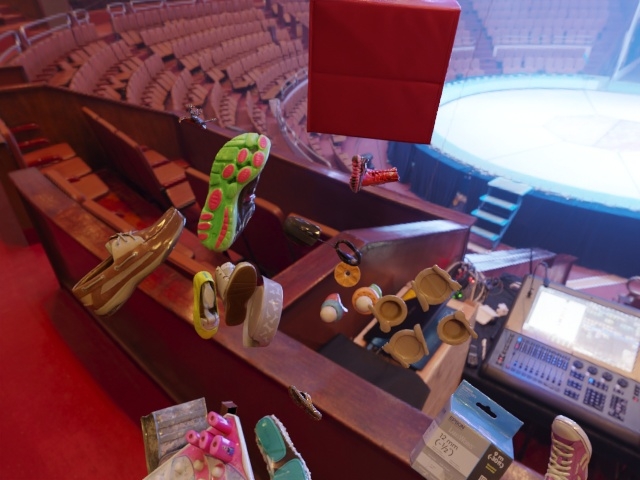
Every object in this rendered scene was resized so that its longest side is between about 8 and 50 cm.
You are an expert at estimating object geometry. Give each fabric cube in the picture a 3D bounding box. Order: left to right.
[{"bbox_3d":[0.120,-0.374,0.848,0.259,0.258,0.254,6,39,5],"label":"fabric cube"}]

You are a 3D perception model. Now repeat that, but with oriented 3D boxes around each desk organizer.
[{"bbox_3d":[-0.364,0.700,1.573,0.047,0.130,0.050,12,-3,-39],"label":"desk organizer"}]

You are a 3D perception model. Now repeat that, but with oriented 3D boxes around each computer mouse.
[{"bbox_3d":[0.000,0.000,1.070,0.242,0.041,0.071,25,82,18],"label":"computer mouse"}]

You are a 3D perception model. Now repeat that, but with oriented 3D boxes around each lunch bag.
[{"bbox_3d":[-0.579,0.827,1.656,0.236,0.169,0.286,2,63,-44],"label":"lunch bag"}]

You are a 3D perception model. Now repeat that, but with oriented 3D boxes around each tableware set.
[{"bbox_3d":[0.169,0.131,0.682,0.169,0.141,0.020,-30,6,11],"label":"tableware set"}]

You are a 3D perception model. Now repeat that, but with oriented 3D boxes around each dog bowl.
[{"bbox_3d":[-0.276,0.346,1.939,0.102,0.348,0.348,15,29,-18],"label":"dog bowl"}]

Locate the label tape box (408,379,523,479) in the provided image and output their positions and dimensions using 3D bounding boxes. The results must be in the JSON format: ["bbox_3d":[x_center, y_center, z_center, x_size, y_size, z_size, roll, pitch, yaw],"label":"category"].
[{"bbox_3d":[0.512,0.710,1.407,0.249,0.347,0.115,36,-1,12],"label":"label tape box"}]

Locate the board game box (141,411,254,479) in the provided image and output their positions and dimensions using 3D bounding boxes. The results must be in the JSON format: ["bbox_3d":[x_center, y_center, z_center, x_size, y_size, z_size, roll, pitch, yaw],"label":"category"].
[{"bbox_3d":[-0.230,0.483,0.506,0.390,0.050,0.390,-39,38,2],"label":"board game box"}]

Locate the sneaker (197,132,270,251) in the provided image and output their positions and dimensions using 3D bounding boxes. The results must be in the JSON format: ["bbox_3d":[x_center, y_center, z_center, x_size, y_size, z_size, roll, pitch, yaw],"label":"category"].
[{"bbox_3d":[-0.333,-0.190,1.561,0.186,0.481,0.202,24,0,2],"label":"sneaker"}]

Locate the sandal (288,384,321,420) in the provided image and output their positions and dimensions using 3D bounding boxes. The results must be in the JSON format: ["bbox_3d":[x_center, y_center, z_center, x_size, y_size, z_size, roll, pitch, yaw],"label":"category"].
[{"bbox_3d":[-0.059,0.636,1.602,0.180,0.072,0.049,45,48,-2],"label":"sandal"}]

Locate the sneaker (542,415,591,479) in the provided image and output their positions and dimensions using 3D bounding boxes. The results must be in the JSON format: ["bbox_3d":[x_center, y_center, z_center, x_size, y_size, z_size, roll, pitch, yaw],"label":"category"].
[{"bbox_3d":[0.731,0.679,1.219,0.161,0.281,0.102,-26,18,-28],"label":"sneaker"}]

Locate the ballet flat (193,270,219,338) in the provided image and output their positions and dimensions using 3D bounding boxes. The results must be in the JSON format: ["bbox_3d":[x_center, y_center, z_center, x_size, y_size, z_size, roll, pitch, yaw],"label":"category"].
[{"bbox_3d":[-0.345,0.207,1.230,0.077,0.230,0.077,-12,20,-36],"label":"ballet flat"}]

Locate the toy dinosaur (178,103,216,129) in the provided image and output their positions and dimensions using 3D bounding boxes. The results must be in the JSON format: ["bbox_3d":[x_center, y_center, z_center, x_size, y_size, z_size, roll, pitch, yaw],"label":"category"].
[{"bbox_3d":[-0.310,-0.298,1.003,0.090,0.082,0.047,-34,71,-18],"label":"toy dinosaur"}]

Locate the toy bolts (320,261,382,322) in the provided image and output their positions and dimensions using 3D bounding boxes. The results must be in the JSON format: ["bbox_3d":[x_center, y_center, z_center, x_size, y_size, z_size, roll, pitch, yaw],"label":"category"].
[{"bbox_3d":[0.084,0.209,1.512,0.229,0.218,0.158,-36,-4,16],"label":"toy bolts"}]

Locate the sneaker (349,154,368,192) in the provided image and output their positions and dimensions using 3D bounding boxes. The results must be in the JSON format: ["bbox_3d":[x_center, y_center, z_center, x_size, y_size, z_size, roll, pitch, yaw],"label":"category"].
[{"bbox_3d":[0.126,-0.209,1.276,0.057,0.119,0.047,-6,21,-34],"label":"sneaker"}]

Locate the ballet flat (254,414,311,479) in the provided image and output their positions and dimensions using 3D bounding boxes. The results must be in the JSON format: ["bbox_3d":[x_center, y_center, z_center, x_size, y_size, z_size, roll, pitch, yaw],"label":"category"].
[{"bbox_3d":[-0.118,0.821,1.471,0.147,0.146,0.409,-13,36,-20],"label":"ballet flat"}]

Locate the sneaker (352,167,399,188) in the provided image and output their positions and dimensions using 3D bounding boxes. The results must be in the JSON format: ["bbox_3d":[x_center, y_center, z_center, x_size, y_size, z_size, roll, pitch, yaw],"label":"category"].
[{"bbox_3d":[0.218,-0.251,1.534,0.128,0.086,0.221,-11,5,32],"label":"sneaker"}]

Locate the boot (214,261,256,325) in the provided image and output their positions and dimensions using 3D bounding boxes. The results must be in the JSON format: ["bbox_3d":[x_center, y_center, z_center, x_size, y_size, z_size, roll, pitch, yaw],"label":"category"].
[{"bbox_3d":[-0.242,0.110,1.125,0.077,0.213,0.165,-1,37,-27],"label":"boot"}]

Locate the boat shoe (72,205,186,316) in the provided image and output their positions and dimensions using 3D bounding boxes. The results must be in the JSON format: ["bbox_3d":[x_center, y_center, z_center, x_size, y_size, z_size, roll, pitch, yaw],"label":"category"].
[{"bbox_3d":[-0.476,0.038,1.013,0.323,0.120,0.123,-53,31,-13],"label":"boat shoe"}]
